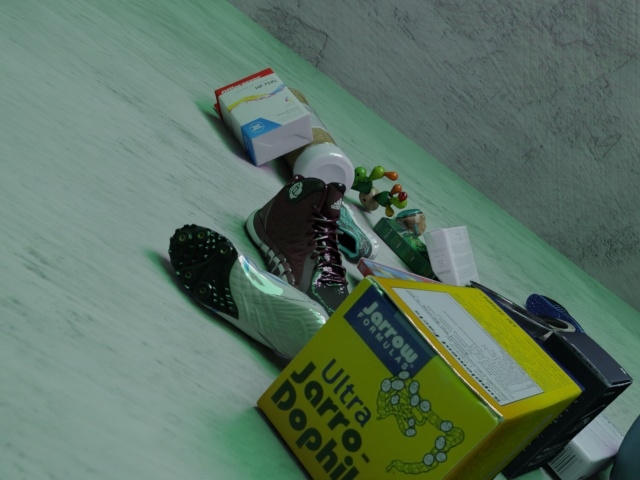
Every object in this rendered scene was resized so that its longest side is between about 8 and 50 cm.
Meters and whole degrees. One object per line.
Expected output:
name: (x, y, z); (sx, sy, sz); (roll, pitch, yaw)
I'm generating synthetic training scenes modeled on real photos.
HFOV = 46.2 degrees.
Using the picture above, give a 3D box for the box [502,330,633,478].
box: (0.342, 0.242, 1.123); (0.108, 0.207, 0.153); (49, 19, 29)

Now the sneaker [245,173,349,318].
sneaker: (0.000, 0.000, 1.100); (0.106, 0.162, 0.281); (19, 26, -49)

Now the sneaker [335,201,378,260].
sneaker: (0.038, -0.024, 1.421); (0.166, 0.065, 0.076); (44, 21, 18)

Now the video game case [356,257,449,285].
video game case: (0.192, 0.118, 1.237); (0.204, 0.025, 0.285); (18, 15, -21)

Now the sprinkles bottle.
sprinkles bottle: (-0.035, -0.215, 1.645); (0.121, 0.121, 0.355); (28, 20, -32)

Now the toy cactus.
toy cactus: (0.105, -0.108, 1.714); (0.219, 0.112, 0.180); (17, -16, 19)

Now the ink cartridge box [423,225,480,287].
ink cartridge box: (0.299, 0.081, 1.633); (0.181, 0.056, 0.225); (-6, 84, -64)

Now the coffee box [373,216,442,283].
coffee box: (0.211, 0.025, 1.684); (0.184, 0.040, 0.113); (48, 18, 25)

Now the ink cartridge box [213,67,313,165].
ink cartridge box: (-0.127, -0.269, 1.541); (0.231, 0.134, 0.078); (53, -18, 37)

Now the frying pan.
frying pan: (0.419, 0.152, 1.623); (0.197, 0.053, 0.326); (33, 7, 25)

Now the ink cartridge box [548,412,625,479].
ink cartridge box: (0.400, 0.285, 1.379); (0.324, 0.071, 0.330); (49, 16, 31)

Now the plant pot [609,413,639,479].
plant pot: (0.599, 0.404, 1.232); (0.290, 0.195, 0.290); (46, 18, -20)

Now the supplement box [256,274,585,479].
supplement box: (0.134, 0.181, 0.871); (0.194, 0.195, 0.356); (48, 18, 26)

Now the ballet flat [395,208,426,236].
ballet flat: (0.224, -0.040, 1.846); (0.206, 0.073, 0.067); (-38, 114, -81)

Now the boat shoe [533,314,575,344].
boat shoe: (0.535, 0.244, 1.758); (0.112, 0.095, 0.335); (16, 8, 15)

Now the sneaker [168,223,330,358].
sneaker: (-0.087, 0.068, 0.917); (0.237, 0.085, 0.086); (37, -9, 2)

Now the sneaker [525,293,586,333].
sneaker: (0.661, 0.228, 2.039); (0.090, 0.081, 0.232); (15, 27, -38)
